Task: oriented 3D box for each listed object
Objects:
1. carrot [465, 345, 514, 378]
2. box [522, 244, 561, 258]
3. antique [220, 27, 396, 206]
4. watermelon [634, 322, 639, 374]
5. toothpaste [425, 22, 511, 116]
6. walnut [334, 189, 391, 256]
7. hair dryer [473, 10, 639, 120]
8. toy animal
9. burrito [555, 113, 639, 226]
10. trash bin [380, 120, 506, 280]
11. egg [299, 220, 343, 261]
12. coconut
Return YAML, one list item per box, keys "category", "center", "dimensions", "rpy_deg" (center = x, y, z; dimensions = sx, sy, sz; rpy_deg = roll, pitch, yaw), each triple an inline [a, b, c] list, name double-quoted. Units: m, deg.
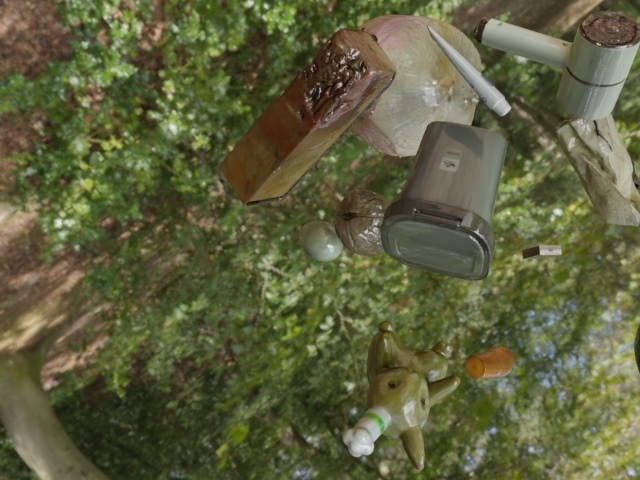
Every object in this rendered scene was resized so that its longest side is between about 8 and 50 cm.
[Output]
- category: "carrot"
  center: [0.462, 0.334, 1.788]
  dimensions: [0.087, 0.087, 0.193]
  rpy_deg: [-38, 161, 29]
- category: "box"
  center: [0.497, 0.026, 1.496]
  dimensions: [0.053, 0.024, 0.083]
  rpy_deg: [-1, 174, -11]
- category: "antique"
  center: [-0.023, -0.178, 1.000]
  dimensions: [0.093, 0.087, 0.310]
  rpy_deg: [-13, 156, -51]
- category: "watermelon"
  center: [0.794, 0.173, 1.309]
  dimensions: [0.331, 0.189, 0.330]
  rpy_deg: [-17, -141, 14]
- category: "toothpaste"
  center: [0.265, -0.313, 1.214]
  dimensions: [0.033, 0.218, 0.052]
  rpy_deg: [-42, 170, 14]
- category: "walnut"
  center: [0.130, -0.044, 1.781]
  dimensions: [0.178, 0.178, 0.230]
  rpy_deg: [-38, 159, 19]
- category: "hair dryer"
  center: [0.489, -0.416, 1.456]
  dimensions: [0.128, 0.362, 0.203]
  rpy_deg: [-53, 157, -29]
- category: "toy animal"
  center: [0.163, 0.294, 1.298]
  dimensions: [0.363, 0.181, 0.180]
  rpy_deg: [-55, 170, -76]
- category: "burrito"
  center: [0.741, -0.186, 1.734]
  dimensions: [0.135, 0.331, 0.190]
  rpy_deg: [-26, 177, 36]
- category: "trash bin"
  center: [0.260, -0.084, 1.330]
  dimensions: [0.219, 0.220, 0.250]
  rpy_deg: [69, 39, -67]
- category: "egg"
  center: [0.000, 0.000, 1.962]
  dimensions: [0.114, 0.152, 0.114]
  rpy_deg: [-26, 135, -30]
- category: "coconut"
  center: [0.260, -0.418, 1.818]
  dimensions: [0.404, 0.404, 0.404]
  rpy_deg: [-38, 180, 0]
